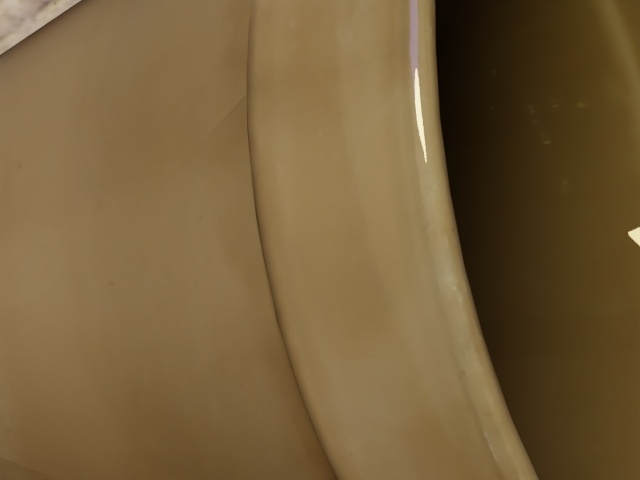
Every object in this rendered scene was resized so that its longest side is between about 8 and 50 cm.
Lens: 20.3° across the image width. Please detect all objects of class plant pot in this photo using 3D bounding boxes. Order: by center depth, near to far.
[{"bbox_3d":[0.000,0.000,0.678,0.280,0.323,0.323,-10,42,32],"label":"plant pot"}]
